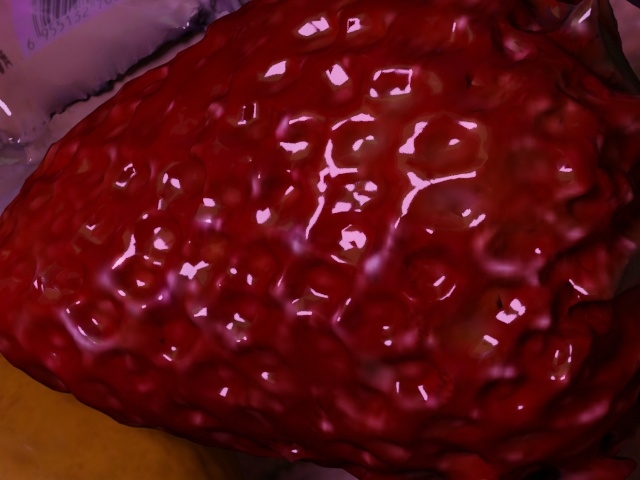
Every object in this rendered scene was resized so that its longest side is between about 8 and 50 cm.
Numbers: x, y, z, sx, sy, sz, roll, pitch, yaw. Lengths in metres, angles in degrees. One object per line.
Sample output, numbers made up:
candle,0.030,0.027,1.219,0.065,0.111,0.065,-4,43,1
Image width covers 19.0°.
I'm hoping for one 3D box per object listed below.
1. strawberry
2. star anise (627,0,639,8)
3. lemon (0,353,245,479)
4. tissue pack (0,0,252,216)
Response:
strawberry,0.000,0.000,0.673,0.244,0.205,0.205,-12,55,8
star anise,0.146,-0.175,0.755,0.214,0.099,0.220,35,71,31
lemon,-0.114,0.112,0.745,0.170,0.170,0.207,-52,41,2
tissue pack,-0.134,-0.094,0.918,0.257,0.123,0.215,-29,47,22
